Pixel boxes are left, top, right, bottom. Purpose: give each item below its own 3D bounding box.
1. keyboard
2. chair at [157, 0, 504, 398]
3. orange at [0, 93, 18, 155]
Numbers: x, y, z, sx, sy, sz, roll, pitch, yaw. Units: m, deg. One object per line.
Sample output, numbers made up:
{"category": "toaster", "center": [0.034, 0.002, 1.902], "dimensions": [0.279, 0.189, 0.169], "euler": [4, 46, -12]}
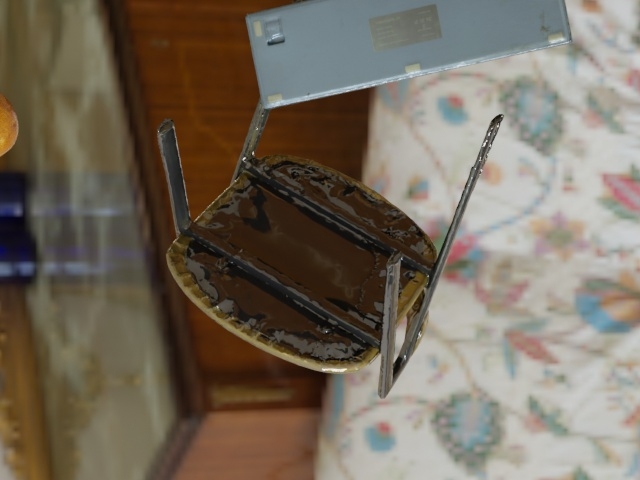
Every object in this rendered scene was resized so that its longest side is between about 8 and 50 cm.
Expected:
{"category": "keyboard", "center": [0.047, -0.116, 0.980], "dimensions": [0.014, 0.176, 0.055], "euler": [6, -107, -75]}
{"category": "chair", "center": [0.000, 0.000, 1.116], "dimensions": [0.159, 0.172, 0.247], "euler": [31, 142, 14]}
{"category": "orange", "center": [-0.364, -0.123, 1.906], "dimensions": [0.083, 0.084, 0.083], "euler": [180, 90, -68]}
